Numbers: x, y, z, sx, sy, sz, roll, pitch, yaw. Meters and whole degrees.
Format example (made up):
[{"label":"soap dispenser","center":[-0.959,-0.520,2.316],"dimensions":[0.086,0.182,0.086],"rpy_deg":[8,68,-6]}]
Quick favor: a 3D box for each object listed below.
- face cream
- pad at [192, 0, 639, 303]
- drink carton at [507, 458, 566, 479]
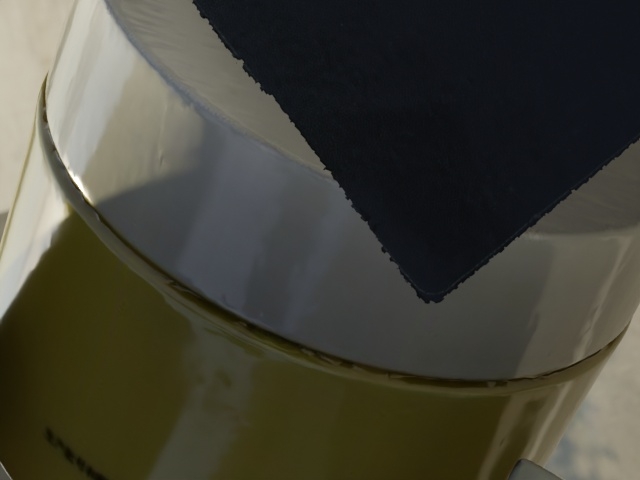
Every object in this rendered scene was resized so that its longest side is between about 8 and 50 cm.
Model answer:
[{"label":"face cream","center":[0.000,0.000,0.633],"dimensions":[0.218,0.218,0.179],"rpy_deg":[55,135,40]},{"label":"pad","center":[0.053,-0.089,0.308],"dimensions":[0.193,0.004,0.116],"rpy_deg":[-40,81,21]},{"label":"drink carton","center":[0.133,0.229,0.567],"dimensions":[0.194,0.132,0.324],"rpy_deg":[25,154,31]}]
